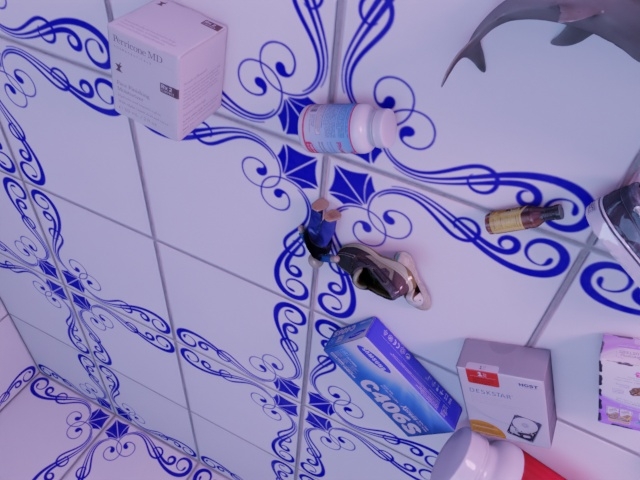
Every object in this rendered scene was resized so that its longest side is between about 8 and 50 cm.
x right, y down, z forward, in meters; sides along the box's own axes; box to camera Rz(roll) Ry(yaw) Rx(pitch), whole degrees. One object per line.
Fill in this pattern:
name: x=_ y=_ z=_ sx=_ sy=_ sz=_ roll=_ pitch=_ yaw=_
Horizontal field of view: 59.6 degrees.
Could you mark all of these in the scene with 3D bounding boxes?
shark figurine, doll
shark figurine: x=0.289 y=-0.281 z=0.715 sx=0.278 sy=0.116 sz=0.166 roll=4 pitch=129 yaw=29
doll: x=0.000 y=0.000 z=1.222 sx=0.129 sy=0.046 sz=0.189 roll=44 pitch=146 yaw=22

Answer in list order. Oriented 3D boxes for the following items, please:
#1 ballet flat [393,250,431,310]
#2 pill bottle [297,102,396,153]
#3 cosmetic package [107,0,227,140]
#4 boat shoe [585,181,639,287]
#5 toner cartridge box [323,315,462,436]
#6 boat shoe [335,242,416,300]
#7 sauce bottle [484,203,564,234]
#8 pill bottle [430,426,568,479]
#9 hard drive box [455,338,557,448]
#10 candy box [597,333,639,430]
ballet flat: x=0.187 y=0.098 z=1.186 sx=0.057 sy=0.052 sz=0.168 roll=-5 pitch=125 yaw=37
pill bottle: x=0.047 y=-0.196 z=0.979 sx=0.160 sy=0.087 sz=0.087 roll=7 pitch=131 yaw=31
cosmetic package: x=-0.280 y=-0.318 z=1.038 sx=0.151 sy=0.151 sz=0.183 roll=26 pitch=138 yaw=10
boat shoe: x=0.544 y=0.033 z=0.847 sx=0.301 sy=0.108 sz=0.102 roll=47 pitch=140 yaw=-2
toner cartridge box: x=0.183 y=0.352 z=1.412 sx=0.348 sy=0.075 sz=0.165 roll=47 pitch=137 yaw=-12
boat shoe: x=0.096 y=0.065 z=1.157 sx=0.224 sy=0.073 sz=0.080 roll=22 pitch=136 yaw=49
sauce bottle: x=0.348 y=-0.038 z=0.957 sx=0.128 sy=0.042 sz=0.042 roll=-10 pitch=122 yaw=38
pill bottle: x=0.485 y=0.642 z=1.360 sx=0.408 sy=0.229 sz=0.229 roll=34 pitch=139 yaw=2
hard drive box: x=0.412 y=0.335 z=1.229 sx=0.181 sy=0.089 sz=0.232 roll=3 pitch=129 yaw=32
candy box: x=0.614 y=0.275 z=1.046 sx=0.165 sy=0.070 sz=0.196 roll=6 pitch=132 yaw=31
